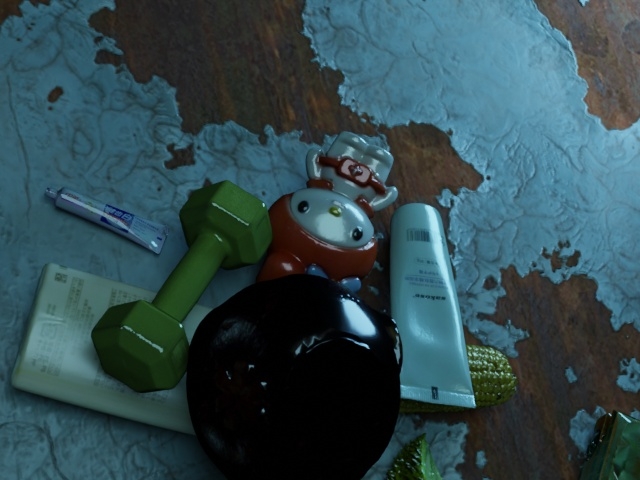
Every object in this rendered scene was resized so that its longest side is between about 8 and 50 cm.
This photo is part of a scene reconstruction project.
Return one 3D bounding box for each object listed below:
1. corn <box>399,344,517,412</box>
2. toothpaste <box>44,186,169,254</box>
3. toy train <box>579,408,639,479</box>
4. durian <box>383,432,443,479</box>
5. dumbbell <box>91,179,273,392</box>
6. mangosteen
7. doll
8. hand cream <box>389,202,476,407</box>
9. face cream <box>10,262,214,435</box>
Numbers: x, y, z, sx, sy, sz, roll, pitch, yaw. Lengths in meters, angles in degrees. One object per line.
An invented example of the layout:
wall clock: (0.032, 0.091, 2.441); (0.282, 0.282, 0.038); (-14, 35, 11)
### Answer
corn: (0.124, 0.178, 1.971); (0.293, 0.106, 0.106); (1, 70, -17)
toothpaste: (-0.282, -0.032, 1.967); (0.170, 0.028, 0.045); (23, 58, -9)
toy train: (0.393, 0.318, 1.999); (0.072, 0.099, 0.188); (25, 64, -7)
durian: (0.144, 0.354, 1.925); (0.100, 0.086, 0.215); (-7, 70, -34)
dumbbell: (-0.166, 0.053, 1.848); (0.108, 0.121, 0.302); (12, 45, 22)
mangosteen: (-0.011, 0.174, 1.762); (0.287, 0.233, 0.288); (-2, 95, -28)
doll: (0.000, 0.000, 1.984); (0.161, 0.130, 0.290); (27, 79, -4)
hand cream: (0.139, 0.080, 1.976); (0.109, 0.067, 0.321); (10, 47, -15)
face cream: (-0.202, 0.150, 1.891); (0.348, 0.081, 0.173); (16, 63, -11)
